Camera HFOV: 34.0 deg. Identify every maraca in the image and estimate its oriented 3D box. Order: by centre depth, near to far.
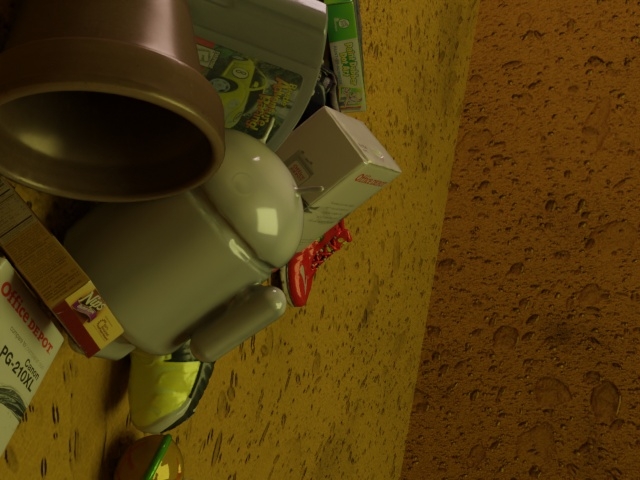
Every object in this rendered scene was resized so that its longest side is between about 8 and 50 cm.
[{"bbox_3d":[-0.258,0.354,1.546,0.127,0.099,0.185,-61,-179,-37],"label":"maraca"}]

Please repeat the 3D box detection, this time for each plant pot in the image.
[{"bbox_3d":[-0.227,-0.192,1.107,0.263,0.263,0.229,61,27,-63],"label":"plant pot"}]

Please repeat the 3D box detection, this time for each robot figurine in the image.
[{"bbox_3d":[-0.166,0.000,1.270,0.353,0.300,0.200,-37,165,6],"label":"robot figurine"}]

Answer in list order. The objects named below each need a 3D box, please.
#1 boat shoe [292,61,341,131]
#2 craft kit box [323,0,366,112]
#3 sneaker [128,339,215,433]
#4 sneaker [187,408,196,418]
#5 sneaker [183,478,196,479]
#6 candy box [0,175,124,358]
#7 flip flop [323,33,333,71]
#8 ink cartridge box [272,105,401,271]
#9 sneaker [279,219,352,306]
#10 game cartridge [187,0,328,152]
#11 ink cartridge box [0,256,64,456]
[{"bbox_3d":[-0.061,-0.286,1.616,0.340,0.158,0.127,69,37,-59],"label":"boat shoe"},{"bbox_3d":[0.044,-0.404,1.890,0.250,0.061,0.246,79,5,-49],"label":"craft kit box"},{"bbox_3d":[-0.221,0.077,1.464,0.147,0.145,0.384,16,84,-51],"label":"sneaker"},{"bbox_3d":[-0.229,0.260,1.632,0.144,0.053,0.059,0,103,-70],"label":"sneaker"},{"bbox_3d":[-0.246,0.456,1.670,0.229,0.087,0.092,-31,123,-75],"label":"sneaker"},{"bbox_3d":[-0.290,0.028,1.098,0.053,0.187,0.109,-37,147,-14],"label":"candy box"},{"bbox_3d":[-0.017,-0.274,1.856,0.112,0.080,0.277,79,12,-49],"label":"flip flop"},{"bbox_3d":[-0.034,-0.073,1.652,0.283,0.117,0.207,-38,168,14],"label":"ink cartridge box"},{"bbox_3d":[0.000,0.000,2.038,0.107,0.118,0.279,50,54,-67],"label":"sneaker"},{"bbox_3d":[-0.113,-0.196,1.291,0.294,0.196,0.060,124,-27,-45],"label":"game cartridge"},{"bbox_3d":[-0.376,0.144,1.045,0.172,0.100,0.237,75,32,-55],"label":"ink cartridge box"}]
